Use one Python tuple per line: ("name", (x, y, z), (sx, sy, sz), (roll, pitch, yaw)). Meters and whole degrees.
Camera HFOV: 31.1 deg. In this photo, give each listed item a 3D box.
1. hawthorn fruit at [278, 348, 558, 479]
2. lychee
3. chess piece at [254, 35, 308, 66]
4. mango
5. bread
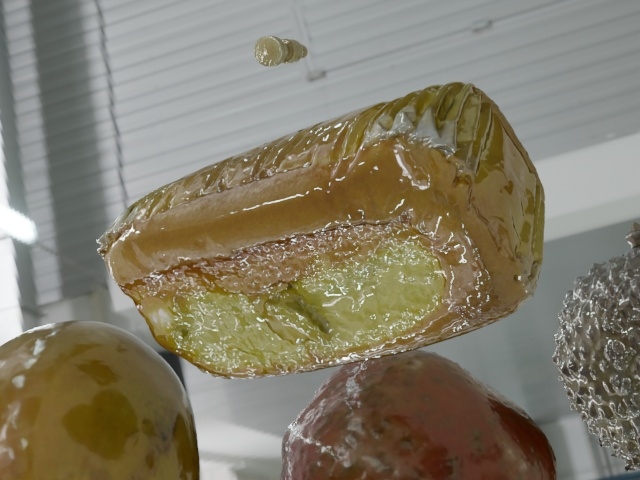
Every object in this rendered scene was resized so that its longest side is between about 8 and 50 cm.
("hawthorn fruit", (0.147, 0.346, 1.548), (0.403, 0.402, 0.403), (-15, -90, -78))
("lychee", (0.554, 0.174, 1.742), (0.380, 0.380, 0.432), (25, -133, -74))
("chess piece", (-0.039, -0.215, 1.307), (0.092, 0.035, 0.035), (-19, -86, -64))
("mango", (-0.246, 0.247, 1.051), (0.446, 0.232, 0.300), (124, 161, -59))
("bread", (0.000, 0.000, 0.730), (0.153, 0.288, 0.119), (55, -140, -25))
